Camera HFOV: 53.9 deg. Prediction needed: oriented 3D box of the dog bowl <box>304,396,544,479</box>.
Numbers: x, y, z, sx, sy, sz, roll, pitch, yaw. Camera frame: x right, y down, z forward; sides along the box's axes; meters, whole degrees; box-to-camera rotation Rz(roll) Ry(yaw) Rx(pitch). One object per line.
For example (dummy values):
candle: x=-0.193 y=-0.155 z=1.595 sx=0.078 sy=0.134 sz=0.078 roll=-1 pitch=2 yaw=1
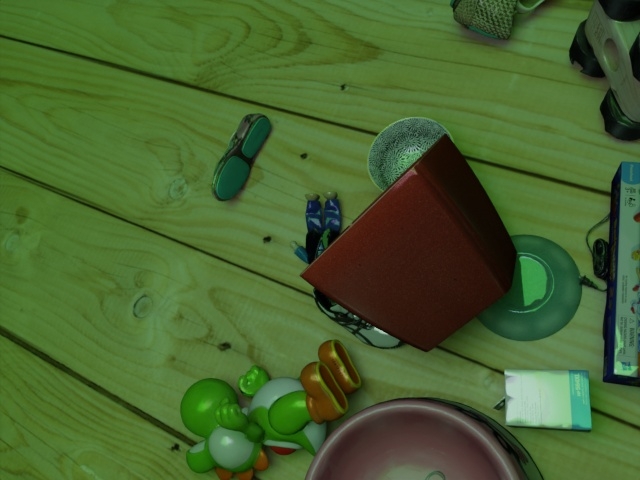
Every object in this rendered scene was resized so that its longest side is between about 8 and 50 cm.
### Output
dog bowl: x=0.147 y=0.428 z=0.961 sx=0.408 sy=0.150 sz=0.407 roll=-9 pitch=60 yaw=16

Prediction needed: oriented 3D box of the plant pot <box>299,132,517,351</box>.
plant pot: x=0.172 y=0.017 z=1.037 sx=0.236 sy=0.267 sz=0.267 roll=46 pitch=117 yaw=0

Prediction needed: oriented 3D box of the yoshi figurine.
yoshi figurine: x=-0.122 y=0.289 z=1.130 sx=0.362 sy=0.204 sz=0.203 roll=-33 pitch=43 yaw=21

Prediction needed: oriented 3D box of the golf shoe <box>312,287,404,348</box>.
golf shoe: x=0.066 y=0.139 z=1.157 sx=0.198 sy=0.094 sz=0.077 roll=22 pitch=80 yaw=25

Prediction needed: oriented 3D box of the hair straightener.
hair straightener: x=0.476 y=0.054 z=1.044 sx=0.089 sy=0.047 sz=0.230 roll=2 pitch=74 yaw=18

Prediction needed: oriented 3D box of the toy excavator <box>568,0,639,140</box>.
toy excavator: x=0.666 y=-0.431 z=1.070 sx=0.446 sy=0.222 sz=0.432 roll=-15 pitch=69 yaw=3

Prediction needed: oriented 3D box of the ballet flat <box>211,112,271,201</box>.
ballet flat: x=-0.186 y=-0.184 z=1.385 sx=0.079 sy=0.077 sz=0.221 roll=14 pitch=73 yaw=44

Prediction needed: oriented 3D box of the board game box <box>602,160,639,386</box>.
board game box: x=0.569 y=0.057 z=0.959 sx=0.234 sy=0.078 sz=0.346 roll=6 pitch=70 yaw=14

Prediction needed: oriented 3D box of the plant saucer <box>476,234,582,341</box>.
plant saucer: x=0.351 y=0.076 z=1.096 sx=0.195 sy=0.037 sz=0.194 roll=-7 pitch=69 yaw=19

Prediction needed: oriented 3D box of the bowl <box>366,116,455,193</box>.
bowl: x=0.182 y=-0.145 z=1.213 sx=0.170 sy=0.080 sz=0.170 roll=-7 pitch=70 yaw=20

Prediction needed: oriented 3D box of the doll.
doll: x=0.000 y=0.000 z=1.256 sx=0.129 sy=0.046 sz=0.188 roll=-5 pitch=77 yaw=10

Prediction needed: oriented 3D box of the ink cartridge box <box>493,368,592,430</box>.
ink cartridge box: x=0.352 y=0.254 z=1.004 sx=0.143 sy=0.092 sz=0.089 roll=-2 pitch=71 yaw=20

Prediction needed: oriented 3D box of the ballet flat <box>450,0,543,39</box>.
ballet flat: x=0.451 y=-0.605 z=1.240 sx=0.182 sy=0.164 sz=0.482 roll=33 pitch=92 yaw=6
